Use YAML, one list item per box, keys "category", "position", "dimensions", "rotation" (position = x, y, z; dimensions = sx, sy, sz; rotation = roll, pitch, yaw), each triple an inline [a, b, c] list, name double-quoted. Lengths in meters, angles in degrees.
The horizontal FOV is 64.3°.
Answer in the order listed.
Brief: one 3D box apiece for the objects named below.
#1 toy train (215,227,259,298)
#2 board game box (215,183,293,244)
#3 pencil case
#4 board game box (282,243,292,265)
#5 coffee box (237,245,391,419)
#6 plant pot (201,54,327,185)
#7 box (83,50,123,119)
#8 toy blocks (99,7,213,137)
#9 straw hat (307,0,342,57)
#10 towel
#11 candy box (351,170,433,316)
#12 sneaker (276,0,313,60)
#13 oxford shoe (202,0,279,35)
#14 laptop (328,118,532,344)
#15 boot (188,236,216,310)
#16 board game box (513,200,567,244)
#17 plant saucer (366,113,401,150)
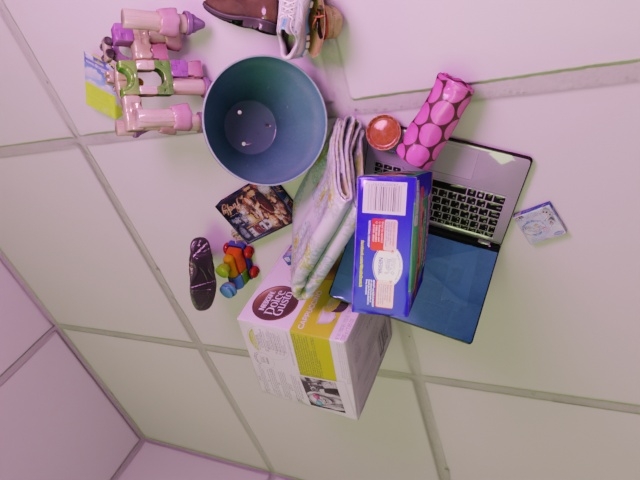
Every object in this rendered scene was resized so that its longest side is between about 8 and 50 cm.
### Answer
- category: "toy train"
  position: [-0.295, 0.060, 1.669]
  dimensions: [0.105, 0.143, 0.248]
  rotation: [9, 131, 22]
- category: "board game box"
  position: [-0.190, -0.094, 1.551]
  dimensions: [0.243, 0.042, 0.165]
  rotation: [-24, 113, 41]
- category: "pencil case"
  position: [0.244, -0.261, 1.113]
  dimensions: [0.095, 0.098, 0.209]
  rotation: [13, 125, -25]
- category: "board game box"
  position: [0.000, 0.000, 1.459]
  dimensions: [0.201, 0.136, 0.035]
  rotation: [-15, 118, 38]
- category: "coffee box"
  position: [0.000, 0.263, 1.539]
  dimensions: [0.334, 0.338, 0.339]
  rotation: [8, 131, 24]
- category: "plant pot"
  position: [-0.151, -0.282, 1.239]
  dimensions: [0.290, 0.290, 0.195]
  rotation: [53, 170, -19]
- category: "box"
  position: [-0.632, -0.456, 1.488]
  dimensions: [0.108, 0.042, 0.178]
  rotation: [28, 135, 5]
- category: "toy blocks"
  position: [-0.381, -0.407, 1.298]
  dimensions: [0.308, 0.259, 0.289]
  rotation: [4, 102, 57]
- category: "straw hat"
  position: [0.014, -0.469, 1.096]
  dimensions: [0.061, 0.145, 0.145]
  rotation: [-6, 137, -19]
- category: "towel"
  position: [0.006, -0.081, 1.258]
  dimensions: [0.090, 0.321, 0.375]
  rotation: [15, 137, -13]
- category: "candy box"
  position: [0.160, -0.011, 1.085]
  dimensions: [0.122, 0.317, 0.269]
  rotation: [5, 101, 15]
- category: "sneaker"
  position: [-0.059, -0.469, 1.063]
  dimensions: [0.071, 0.083, 0.191]
  rotation: [10, 124, 18]
- category: "oxford shoe"
  position: [-0.174, -0.530, 1.146]
  dimensions: [0.227, 0.082, 0.096]
  rotation: [25, 110, 28]
- category: "laptop"
  position: [0.246, -0.021, 1.233]
  dimensions: [0.381, 0.236, 0.408]
  rotation: [17, 133, 15]
- category: "boot"
  position: [-0.394, 0.107, 1.702]
  dimensions: [0.085, 0.178, 0.237]
  rotation: [-3, 91, -13]
- category: "board game box"
  position: [0.523, -0.040, 1.215]
  dimensions: [0.090, 0.020, 0.090]
  rotation: [-23, 113, 40]
- category: "plant saucer"
  position: [0.150, -0.256, 1.206]
  dimensions: [0.083, 0.013, 0.084]
  rotation: [3, 100, 19]
